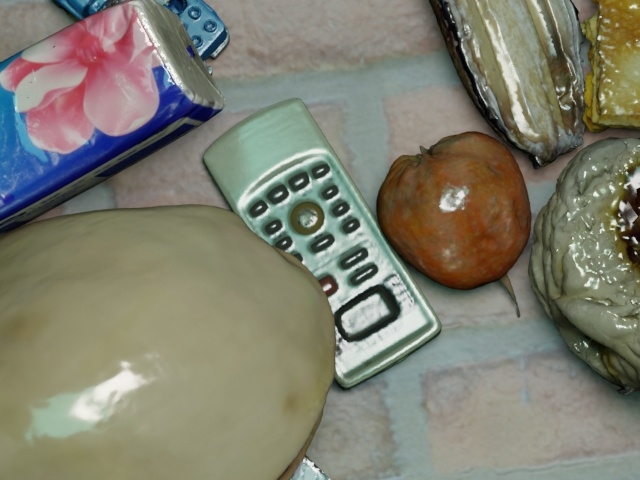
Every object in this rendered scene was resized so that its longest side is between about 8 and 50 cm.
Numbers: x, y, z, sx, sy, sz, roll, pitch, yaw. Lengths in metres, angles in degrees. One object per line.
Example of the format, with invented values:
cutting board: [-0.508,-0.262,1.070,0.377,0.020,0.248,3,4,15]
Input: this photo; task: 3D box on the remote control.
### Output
remote control: [0.000,0.000,1.961,0.123,0.038,0.285,-29,83,-4]

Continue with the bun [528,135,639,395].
bun: [0.318,0.042,1.858,0.281,0.281,0.205,40,92,5]

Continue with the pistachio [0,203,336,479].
pistachio: [-0.202,0.138,1.834,0.445,0.281,0.365,-27,62,-16]

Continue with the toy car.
toy car: [-0.180,-0.230,1.964,0.191,0.100,0.097,40,83,6]

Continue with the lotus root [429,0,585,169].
lotus root: [0.167,-0.226,1.972,0.167,0.078,0.329,-14,84,-33]

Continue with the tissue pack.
tissue pack: [-0.242,-0.115,1.842,0.269,0.209,0.137,-29,86,9]

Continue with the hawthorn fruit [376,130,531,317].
hawthorn fruit: [0.146,-0.021,1.914,0.189,0.149,0.149,39,83,6]

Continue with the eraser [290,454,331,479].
eraser: [-0.062,0.305,1.901,0.210,0.068,0.124,-43,87,-5]

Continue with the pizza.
pizza: [0.389,-0.213,1.973,0.268,0.087,0.258,7,75,-6]
